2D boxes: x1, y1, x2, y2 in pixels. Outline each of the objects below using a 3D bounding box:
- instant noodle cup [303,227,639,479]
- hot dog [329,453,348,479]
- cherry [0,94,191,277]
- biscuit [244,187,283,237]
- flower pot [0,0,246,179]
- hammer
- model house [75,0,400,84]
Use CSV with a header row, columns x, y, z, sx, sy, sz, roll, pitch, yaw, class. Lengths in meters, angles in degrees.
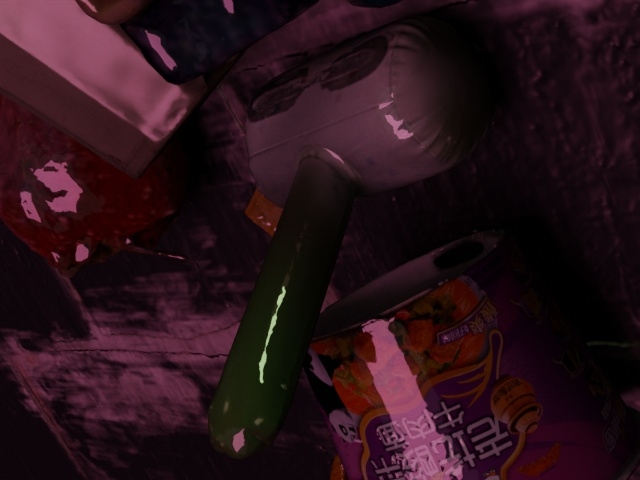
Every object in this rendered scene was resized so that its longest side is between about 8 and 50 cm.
x,y,z,sx,sy,sz,roll,pitch,yaw,class
0.105,0.115,0.765,0.251,0.251,0.190,-23,97,49,instant noodle cup
0.063,0.318,1.069,0.123,0.093,0.261,5,126,38,hot dog
-0.231,-0.091,0.923,0.192,0.175,0.250,-9,115,35,cherry
-0.032,-0.026,0.924,0.083,0.018,0.081,41,141,7,biscuit
-0.186,-0.194,0.743,0.259,0.290,0.290,41,141,-9,flower pot
0.000,0.000,0.684,0.119,0.335,0.206,35,150,-29,hammer
-0.017,-0.233,0.542,0.298,0.284,0.243,-16,116,47,model house
